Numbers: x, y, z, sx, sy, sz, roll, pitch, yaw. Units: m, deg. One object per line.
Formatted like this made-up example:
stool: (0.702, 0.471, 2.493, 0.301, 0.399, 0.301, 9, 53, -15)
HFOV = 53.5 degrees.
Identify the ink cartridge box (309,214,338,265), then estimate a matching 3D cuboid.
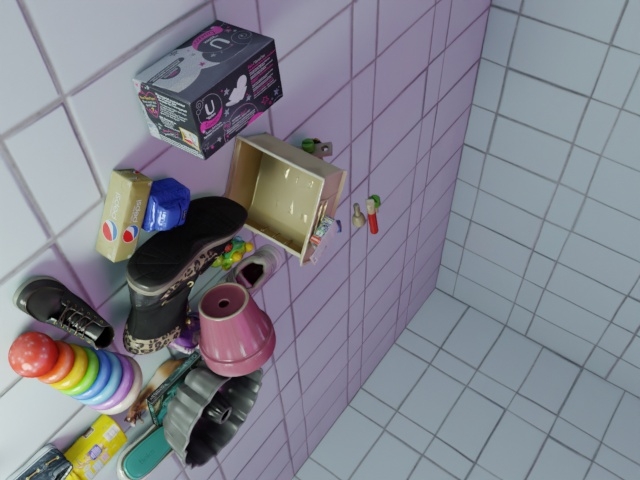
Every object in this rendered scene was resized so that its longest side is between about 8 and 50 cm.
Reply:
ink cartridge box: (0.000, 0.000, 1.549, 0.115, 0.029, 0.063, -56, 159, -13)

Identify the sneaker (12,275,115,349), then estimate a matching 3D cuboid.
sneaker: (-0.493, 0.143, 1.250, 0.083, 0.118, 0.222, -57, 157, -8)

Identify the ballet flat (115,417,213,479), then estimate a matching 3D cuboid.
ballet flat: (-0.435, 0.556, 1.859, 0.400, 0.139, 0.139, -33, 145, -40)

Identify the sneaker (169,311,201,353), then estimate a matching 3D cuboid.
sneaker: (-0.346, 0.240, 1.712, 0.105, 0.095, 0.236, -68, 162, 3)

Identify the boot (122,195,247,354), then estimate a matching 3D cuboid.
boot: (-0.324, 0.079, 1.490, 0.377, 0.138, 0.284, -52, 169, -49)

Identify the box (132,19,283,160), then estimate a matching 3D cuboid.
box: (-0.216, -0.305, 1.255, 0.247, 0.163, 0.142, -47, 149, -31)

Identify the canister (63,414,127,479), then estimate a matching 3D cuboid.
canister: (-0.573, 0.532, 1.588, 0.170, 0.073, 0.126, -48, 154, -32)

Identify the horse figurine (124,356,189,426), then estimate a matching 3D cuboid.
horse figurine: (-0.434, 0.407, 1.744, 0.263, 0.066, 0.174, -48, 159, -26)

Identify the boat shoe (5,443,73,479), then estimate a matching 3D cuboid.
boat shoe: (-0.652, 0.554, 1.435, 0.183, 0.083, 0.065, -48, 153, -28)

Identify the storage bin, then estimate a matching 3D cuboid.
storage bin: (-0.099, -0.105, 1.601, 0.123, 0.262, 0.260, -29, 142, -54)

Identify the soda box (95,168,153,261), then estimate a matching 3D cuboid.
soda box: (-0.400, -0.052, 1.292, 0.058, 0.061, 0.181, -17, 131, -58)

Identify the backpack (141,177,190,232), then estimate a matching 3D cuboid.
backpack: (-0.332, -0.073, 1.364, 0.120, 0.101, 0.098, -32, 151, -55)

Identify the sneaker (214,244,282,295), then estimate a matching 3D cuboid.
sneaker: (-0.218, 0.112, 1.728, 0.252, 0.103, 0.111, -46, 177, 12)

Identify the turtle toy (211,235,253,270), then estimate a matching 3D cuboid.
turtle toy: (-0.245, 0.035, 1.699, 0.130, 0.066, 0.095, -42, -177, -40)

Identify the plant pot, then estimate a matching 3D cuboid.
plant pot: (-0.225, 0.213, 1.621, 0.201, 0.201, 0.180, -45, 141, -33)

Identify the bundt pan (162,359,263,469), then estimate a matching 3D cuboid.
bundt pan: (-0.305, 0.447, 1.742, 0.331, 0.124, 0.331, -48, 155, -30)

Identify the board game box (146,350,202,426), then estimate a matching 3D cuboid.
board game box: (-0.386, 0.399, 1.709, 0.186, 0.026, 0.126, -46, 153, -36)

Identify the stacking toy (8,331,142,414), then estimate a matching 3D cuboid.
stacking toy: (-0.520, 0.269, 1.345, 0.141, 0.141, 0.330, -56, 151, -12)

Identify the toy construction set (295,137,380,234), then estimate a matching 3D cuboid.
toy construction set: (0.020, -0.150, 1.778, 0.257, 0.308, 0.237, -57, 153, -29)
